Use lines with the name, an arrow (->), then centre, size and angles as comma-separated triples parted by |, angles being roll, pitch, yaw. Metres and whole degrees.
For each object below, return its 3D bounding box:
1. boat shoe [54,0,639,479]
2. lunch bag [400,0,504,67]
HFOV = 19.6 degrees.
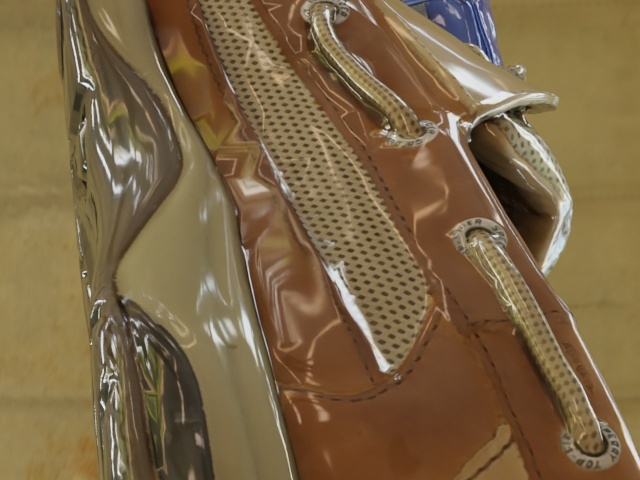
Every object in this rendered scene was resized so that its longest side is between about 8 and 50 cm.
boat shoe -> 0.000, 0.000, 0.455 | 0.119, 0.123, 0.324 | -6, -140, -7
lunch bag -> 0.067, -0.109, 1.073 | 0.067, 0.065, 0.098 | -11, -67, 15
